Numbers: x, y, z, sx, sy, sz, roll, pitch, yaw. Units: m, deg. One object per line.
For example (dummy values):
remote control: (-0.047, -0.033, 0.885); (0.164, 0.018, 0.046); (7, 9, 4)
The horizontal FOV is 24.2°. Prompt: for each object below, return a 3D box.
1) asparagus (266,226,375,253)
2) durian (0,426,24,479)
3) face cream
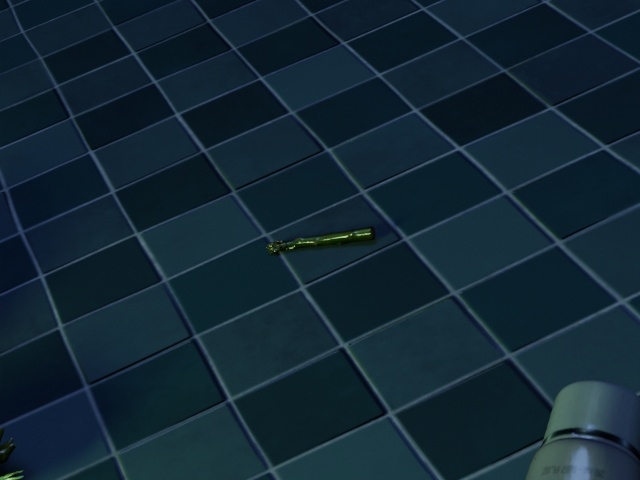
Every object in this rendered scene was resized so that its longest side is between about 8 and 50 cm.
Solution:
asparagus: (0.000, 0.000, 1.649); (0.127, 0.018, 0.015); (-9, 73, 20)
durian: (-0.460, 0.251, 1.427); (0.356, 0.157, 0.169); (-23, 56, -8)
face cream: (0.187, 0.246, 1.133); (0.143, 0.089, 0.314); (-1, 44, 26)
